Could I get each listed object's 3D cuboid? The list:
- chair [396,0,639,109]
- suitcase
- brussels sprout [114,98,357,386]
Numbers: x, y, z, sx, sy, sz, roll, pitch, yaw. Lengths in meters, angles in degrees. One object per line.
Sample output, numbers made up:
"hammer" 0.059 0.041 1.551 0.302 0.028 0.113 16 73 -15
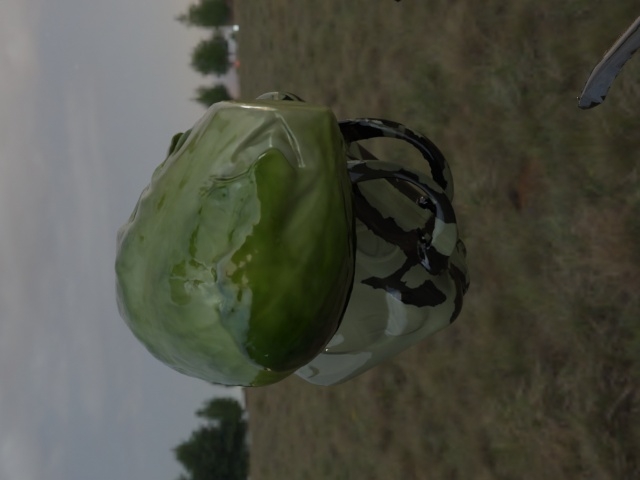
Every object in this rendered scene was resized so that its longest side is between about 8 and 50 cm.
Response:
"chair" 0.177 -0.243 0.502 0.186 0.160 0.319 -63 4 -36
"suitcase" 0.000 0.000 1.157 0.339 0.351 0.194 -33 34 34
"brussels sprout" -0.067 0.000 0.875 0.219 0.210 0.271 -33 -40 -57
